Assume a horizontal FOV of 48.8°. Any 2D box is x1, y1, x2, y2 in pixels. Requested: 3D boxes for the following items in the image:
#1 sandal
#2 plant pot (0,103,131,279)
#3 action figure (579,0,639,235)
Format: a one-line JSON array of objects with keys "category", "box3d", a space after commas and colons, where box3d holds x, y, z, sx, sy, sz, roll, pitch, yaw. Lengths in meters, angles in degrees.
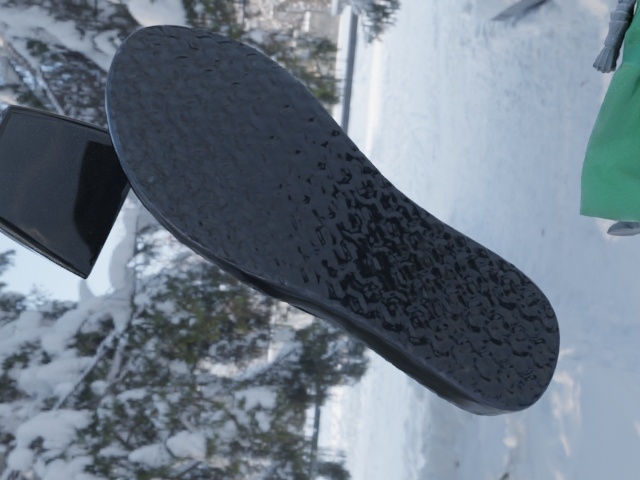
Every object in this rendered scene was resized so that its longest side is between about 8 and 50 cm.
[{"category": "sandal", "box3d": [0.000, 0.003, 0.597, 0.167, 0.445, 0.107, -55, 9, -27]}, {"category": "plant pot", "box3d": [-0.357, -0.075, 0.912, 0.188, 0.167, 0.187, 6, 70, 60]}, {"category": "action figure", "box3d": [0.222, -0.115, 0.444, 0.063, 0.137, 0.232, 157, 121, -70]}]
